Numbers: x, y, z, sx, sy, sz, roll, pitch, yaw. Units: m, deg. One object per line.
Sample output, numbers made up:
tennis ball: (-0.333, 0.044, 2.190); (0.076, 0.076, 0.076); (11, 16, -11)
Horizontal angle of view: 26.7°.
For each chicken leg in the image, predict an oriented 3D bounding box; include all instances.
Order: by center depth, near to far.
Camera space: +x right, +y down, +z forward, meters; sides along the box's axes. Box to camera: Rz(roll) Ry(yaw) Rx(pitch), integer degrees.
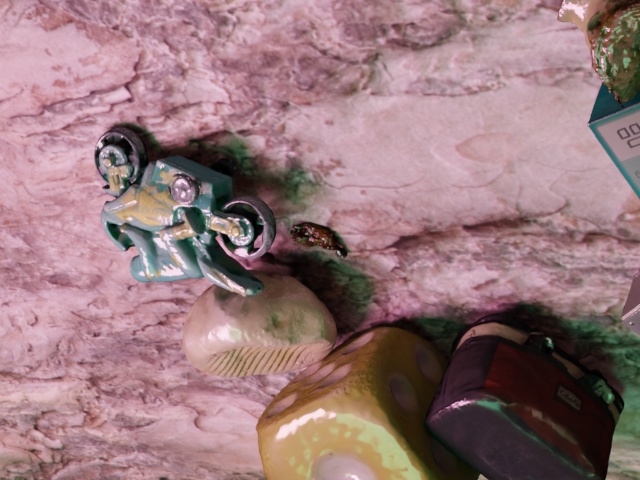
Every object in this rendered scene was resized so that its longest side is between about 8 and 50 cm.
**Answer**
chicken leg: (-0.001, -0.002, 1.817); (0.083, 0.021, 0.036); (19, 128, 4)

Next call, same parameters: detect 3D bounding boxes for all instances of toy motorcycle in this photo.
toy motorcycle: (-0.195, -0.021, 1.791); (0.296, 0.109, 0.198); (22, 112, 24)

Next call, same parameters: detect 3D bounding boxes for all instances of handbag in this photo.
handbag: (0.275, 0.219, 1.770); (0.254, 0.181, 0.181); (35, 137, -11)

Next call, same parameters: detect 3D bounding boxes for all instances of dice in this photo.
dice: (0.073, 0.273, 1.856); (0.227, 0.233, 0.238); (-30, 100, 30)

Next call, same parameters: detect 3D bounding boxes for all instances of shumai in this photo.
shumai: (0.300, -0.221, 1.372); (0.116, 0.145, 0.145); (34, 140, 16)

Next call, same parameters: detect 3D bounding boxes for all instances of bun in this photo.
bun: (-0.087, 0.109, 1.873); (0.231, 0.133, 0.231); (-5, 159, -2)

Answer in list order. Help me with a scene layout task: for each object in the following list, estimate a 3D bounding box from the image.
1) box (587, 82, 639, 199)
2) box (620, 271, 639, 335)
box: (0.426, -0.132, 1.410); (0.245, 0.092, 0.153); (-20, 119, 39)
box: (0.493, 0.102, 1.611); (0.225, 0.086, 0.129); (35, 138, -6)
